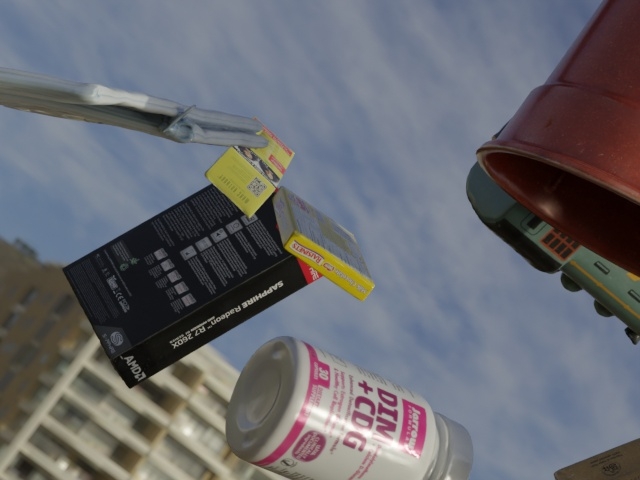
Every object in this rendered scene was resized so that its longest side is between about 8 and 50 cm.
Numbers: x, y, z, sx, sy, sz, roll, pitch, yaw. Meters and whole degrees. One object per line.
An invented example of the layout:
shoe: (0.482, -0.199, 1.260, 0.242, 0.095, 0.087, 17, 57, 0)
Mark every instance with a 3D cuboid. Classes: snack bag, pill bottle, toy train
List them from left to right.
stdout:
snack bag: (-0.254, -0.131, 1.387, 0.323, 0.037, 0.342, 11, 3, 20)
pill bottle: (0.040, 0.239, 1.864, 0.283, 0.160, 0.160, 26, -11, -27)
toy train: (0.294, -0.024, 1.432, 0.334, 0.190, 0.142, 36, 18, -31)

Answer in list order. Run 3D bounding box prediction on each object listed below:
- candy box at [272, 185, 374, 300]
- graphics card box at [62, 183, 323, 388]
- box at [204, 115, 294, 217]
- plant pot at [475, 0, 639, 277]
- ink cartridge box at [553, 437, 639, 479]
candy box: (0.000, 0.000, 1.639, 0.105, 0.027, 0.206, 32, 10, -12)
graphics card box: (-0.202, 0.048, 2.405, 0.233, 0.371, 0.094, 53, -11, 40)
box: (-0.094, -0.104, 2.066, 0.087, 0.058, 0.232, 43, 14, -5)
plant pot: (0.306, -0.114, 1.190, 0.272, 0.265, 0.272, 30, -5, 3)
ink cartridge box: (0.413, 0.321, 1.836, 0.193, 0.235, 0.088, 72, -4, -46)
